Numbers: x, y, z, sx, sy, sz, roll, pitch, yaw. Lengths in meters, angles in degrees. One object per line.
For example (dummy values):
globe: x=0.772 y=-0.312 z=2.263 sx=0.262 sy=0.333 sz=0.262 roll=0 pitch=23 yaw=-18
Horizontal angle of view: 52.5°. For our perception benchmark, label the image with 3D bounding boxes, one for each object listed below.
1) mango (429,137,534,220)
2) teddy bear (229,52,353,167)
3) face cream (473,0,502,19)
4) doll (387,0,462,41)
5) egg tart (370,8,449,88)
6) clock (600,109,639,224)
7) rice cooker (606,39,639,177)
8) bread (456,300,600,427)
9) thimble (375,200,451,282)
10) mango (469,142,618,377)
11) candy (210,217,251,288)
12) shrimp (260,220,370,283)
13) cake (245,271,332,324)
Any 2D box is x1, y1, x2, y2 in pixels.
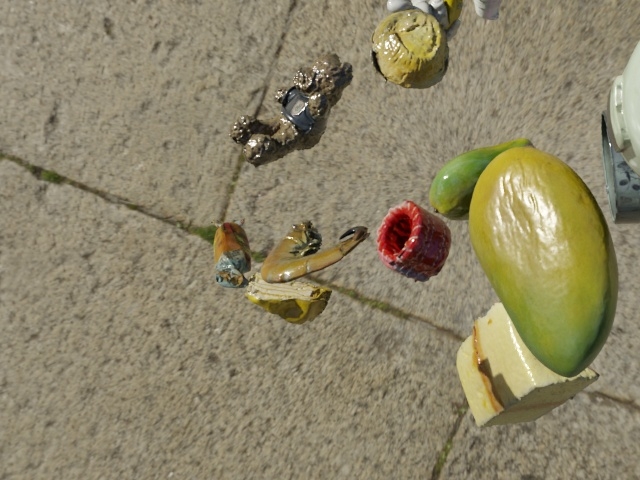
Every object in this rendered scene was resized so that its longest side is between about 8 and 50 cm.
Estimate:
mango: x=0.268 y=-0.094 z=1.063 sx=0.191 sy=0.085 sz=0.122 roll=-15 pitch=127 yaw=-14
teddy bear: x=-0.041 y=-0.224 z=1.164 sx=0.251 sy=0.129 sz=0.182 roll=-44 pitch=44 yaw=-3
face cream: x=0.489 y=-0.792 z=1.869 sx=0.102 sy=0.345 sz=0.102 roll=-4 pitch=60 yaw=8
doll: x=0.312 y=-0.651 z=1.928 sx=0.237 sy=0.252 sz=0.111 roll=-19 pitch=65 yaw=-2
egg tart: x=0.247 y=-0.517 z=1.712 sx=0.232 sy=0.098 sz=0.252 roll=40 pitch=71 yaw=7
clock: x=0.541 y=-0.134 z=1.175 sx=0.042 sy=0.215 sz=0.215 roll=-7 pitch=93 yaw=21
rice cooker: x=0.417 y=-0.146 z=0.672 sx=0.226 sy=0.244 sz=0.226 roll=2 pitch=95 yaw=23
bread: x=0.356 y=0.220 z=1.178 sx=0.135 sy=0.240 sz=0.178 roll=-3 pitch=57 yaw=-18
thimble: x=0.228 y=-0.002 z=1.602 sx=0.125 sy=0.189 sz=0.163 roll=27 pitch=119 yaw=-26
mango: x=0.232 y=0.011 z=0.663 sx=0.137 sy=0.091 sz=0.237 roll=-51 pitch=50 yaw=40
candy: x=-0.123 y=0.008 z=0.898 sx=0.053 sy=0.182 sz=0.046 roll=20 pitch=114 yaw=-24
shrimp: x=-0.001 y=-0.001 z=0.737 sx=0.124 sy=0.178 sz=0.034 roll=-18 pitch=104 yaw=20
cake: x=-0.066 y=0.122 z=1.442 sx=0.185 sy=0.080 sz=0.116 roll=40 pitch=128 yaw=-15
